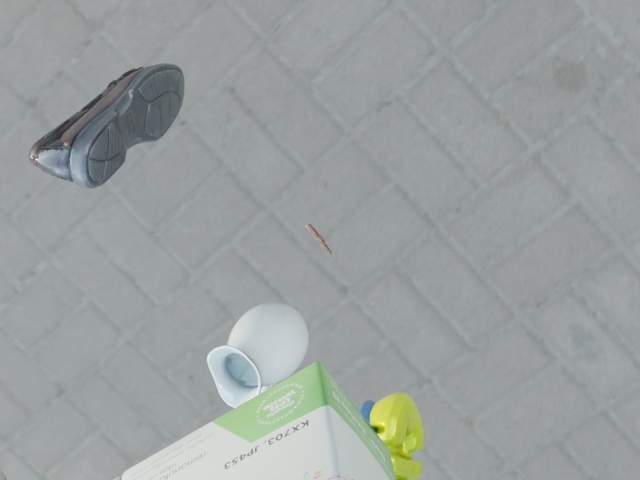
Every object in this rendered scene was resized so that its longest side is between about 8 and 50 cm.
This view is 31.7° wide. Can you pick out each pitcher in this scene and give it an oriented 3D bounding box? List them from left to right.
[{"bbox_3d":[-0.097,0.207,1.844,0.125,0.207,0.178,5,113,21],"label":"pitcher"}]

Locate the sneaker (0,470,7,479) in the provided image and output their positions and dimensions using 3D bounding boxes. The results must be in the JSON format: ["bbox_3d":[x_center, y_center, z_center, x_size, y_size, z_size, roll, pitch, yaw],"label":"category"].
[{"bbox_3d":[-0.177,0.121,0.453,0.099,0.121,0.262,56,151,-2],"label":"sneaker"}]

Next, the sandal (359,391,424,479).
[{"bbox_3d":[0.028,0.323,1.237,0.138,0.126,0.317,0,69,24],"label":"sandal"}]

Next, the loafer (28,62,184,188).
[{"bbox_3d":[-0.282,-0.169,1.520,0.095,0.302,0.109,10,122,16],"label":"loafer"}]

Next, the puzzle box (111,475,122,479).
[{"bbox_3d":[-0.385,0.667,2.038,0.272,0.052,0.409,-31,68,16],"label":"puzzle box"}]

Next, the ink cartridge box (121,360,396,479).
[{"bbox_3d":[-0.040,0.260,0.800,0.207,0.353,0.119,-31,114,8],"label":"ink cartridge box"}]

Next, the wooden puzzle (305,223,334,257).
[{"bbox_3d":[0.000,0.000,1.890,0.006,0.049,0.083,-38,63,-6],"label":"wooden puzzle"}]
